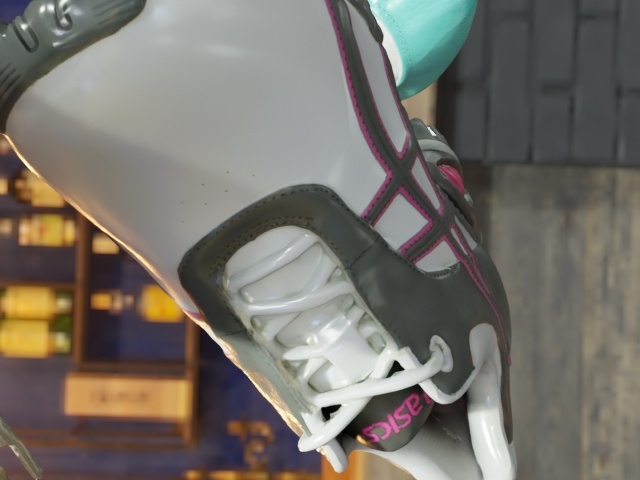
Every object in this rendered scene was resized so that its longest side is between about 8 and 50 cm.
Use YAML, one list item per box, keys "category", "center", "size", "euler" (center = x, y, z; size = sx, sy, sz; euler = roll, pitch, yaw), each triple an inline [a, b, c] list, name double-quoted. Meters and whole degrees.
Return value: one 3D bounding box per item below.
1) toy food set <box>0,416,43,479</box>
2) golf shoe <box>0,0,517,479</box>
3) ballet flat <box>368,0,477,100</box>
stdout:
- category: "toy food set"
  center: [-0.176, 0.132, 0.859]
  size: [0.078, 0.019, 0.122]
  euler: [56, -149, -22]
- category: "golf shoe"
  center: [0.000, 0.000, 0.558]
  size: [0.273, 0.105, 0.120]
  euler: [36, -153, -57]
- category: "ballet flat"
  center: [0.006, -0.096, 1.020]
  size: [0.083, 0.087, 0.247]
  euler: [50, 151, -2]
